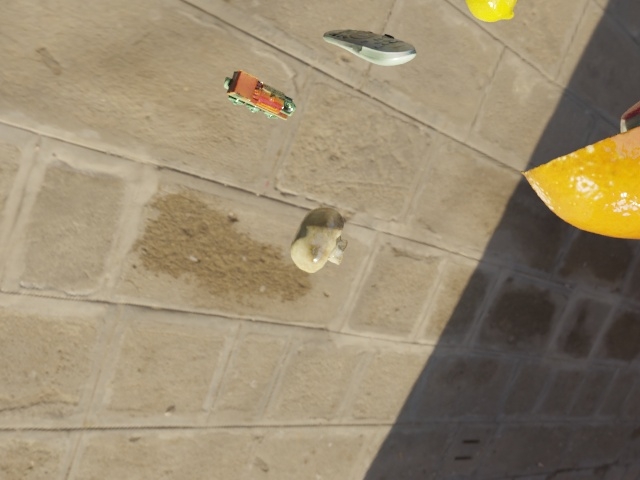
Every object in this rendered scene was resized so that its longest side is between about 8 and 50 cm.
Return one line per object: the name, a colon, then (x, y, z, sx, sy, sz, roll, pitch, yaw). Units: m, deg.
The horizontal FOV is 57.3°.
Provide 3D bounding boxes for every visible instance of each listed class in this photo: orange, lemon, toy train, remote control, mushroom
orange: (0.477, -0.127, 0.818, 0.274, 0.274, 0.310, 27, 106, -40)
lemon: (0.229, -0.328, 0.782, 0.092, 0.065, 0.065, 37, 84, -30)
toy train: (-0.137, -0.333, 1.363, 0.176, 0.118, 0.074, 20, 93, -28)
remote control: (0.099, -0.405, 1.217, 0.098, 0.256, 0.045, -20, 128, -27)
mushroom: (0.000, 0.000, 1.406, 0.127, 0.166, 0.166, 28, 90, -11)

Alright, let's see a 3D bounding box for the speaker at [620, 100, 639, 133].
speaker: (0.686, -0.146, 1.107, 0.295, 0.294, 0.294, -15, 116, -32)
